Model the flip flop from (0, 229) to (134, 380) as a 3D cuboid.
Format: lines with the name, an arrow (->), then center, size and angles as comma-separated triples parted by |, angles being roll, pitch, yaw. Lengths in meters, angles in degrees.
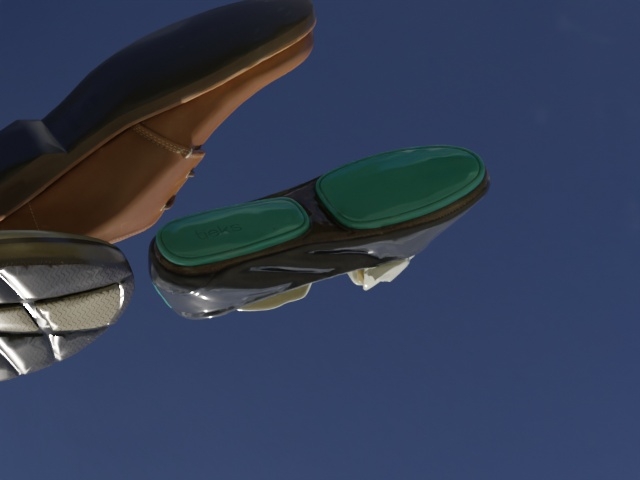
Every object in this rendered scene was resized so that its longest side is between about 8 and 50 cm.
flip flop -> -0.222, 0.010, 0.770 | 0.277, 0.112, 0.080 | 0, -123, -12

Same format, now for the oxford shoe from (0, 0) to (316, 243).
oxford shoe -> -0.087, -0.050, 0.851 | 0.212, 0.076, 0.076 | -32, -60, 2

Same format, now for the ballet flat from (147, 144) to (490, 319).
ballet flat -> 0.000, 0.000, 0.970 | 0.203, 0.074, 0.074 | -16, -83, -15
